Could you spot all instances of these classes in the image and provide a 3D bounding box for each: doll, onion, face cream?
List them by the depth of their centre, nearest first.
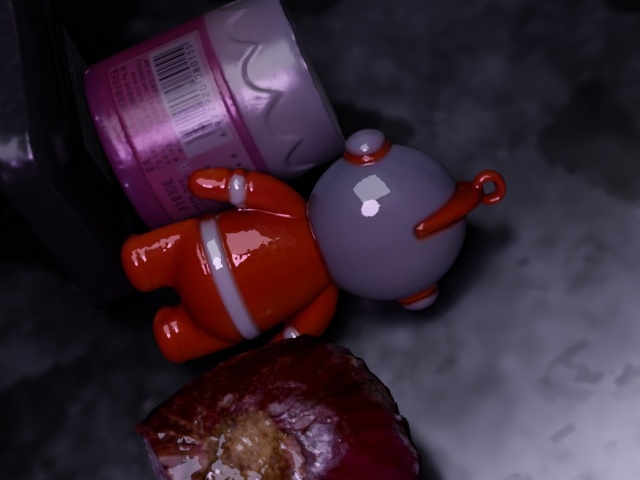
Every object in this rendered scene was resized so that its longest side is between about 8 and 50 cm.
[{"bbox_3d":[-0.012,0.202,1.215,0.207,0.216,0.206,-34,66,-10],"label":"onion"},{"bbox_3d":[0.000,0.000,1.334,0.336,0.199,0.105,-19,19,7],"label":"doll"},{"bbox_3d":[-0.094,-0.117,1.390,0.195,0.175,0.175,-22,63,5],"label":"face cream"}]

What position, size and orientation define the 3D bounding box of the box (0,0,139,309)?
[{"bbox_3d":[-0.242,-0.115,1.370,0.073,0.289,0.290,-17,61,4],"label":"box"}]
